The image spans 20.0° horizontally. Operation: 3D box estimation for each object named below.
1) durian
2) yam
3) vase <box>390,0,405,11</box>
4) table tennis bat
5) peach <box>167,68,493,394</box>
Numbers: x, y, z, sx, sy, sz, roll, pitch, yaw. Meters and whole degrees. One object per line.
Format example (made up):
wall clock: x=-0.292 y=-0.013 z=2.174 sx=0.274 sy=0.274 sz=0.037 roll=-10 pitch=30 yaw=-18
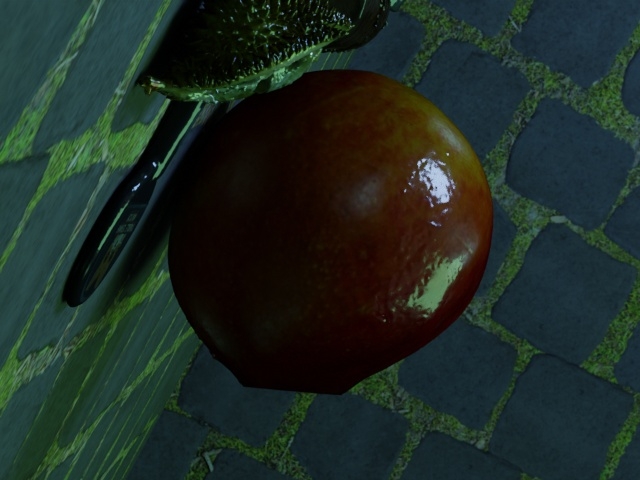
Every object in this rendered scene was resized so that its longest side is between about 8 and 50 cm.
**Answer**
durian: x=-0.082 y=-0.164 z=1.535 sx=0.208 sy=0.102 sz=0.146 roll=-27 pitch=-178 yaw=-38
yam: x=0.003 y=-0.254 z=1.890 sx=0.131 sy=0.131 sz=0.280 roll=-62 pitch=176 yaw=9
vase: x=0.148 y=-0.467 z=2.516 sx=0.301 sy=0.156 sz=0.251 roll=-55 pitch=179 yaw=7
table tennis bat: x=-0.177 y=-0.040 z=1.715 sx=0.236 sy=0.027 sz=0.150 roll=-59 pitch=178 yaw=2
peach: x=0.000 y=0.000 z=2.087 sx=0.388 sy=0.388 sz=0.388 roll=-61 pitch=178 yaw=-3
